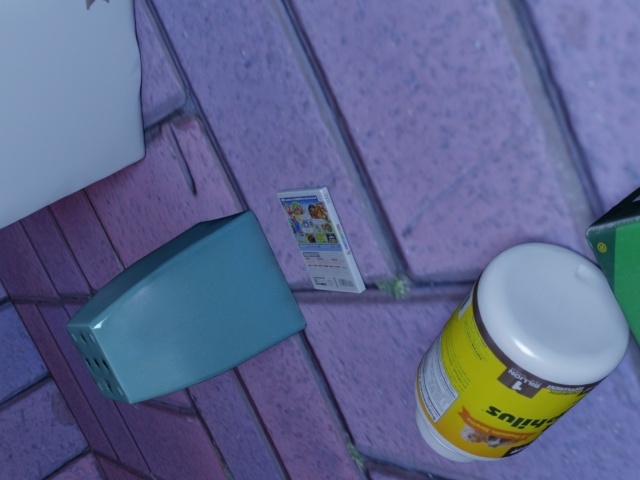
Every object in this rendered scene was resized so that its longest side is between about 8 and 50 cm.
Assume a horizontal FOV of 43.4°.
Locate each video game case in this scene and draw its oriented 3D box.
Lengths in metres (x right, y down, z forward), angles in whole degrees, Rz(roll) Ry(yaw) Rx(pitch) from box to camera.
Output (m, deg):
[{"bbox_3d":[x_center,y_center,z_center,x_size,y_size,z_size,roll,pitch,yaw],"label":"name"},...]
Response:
[{"bbox_3d":[0.000,0.000,0.883,0.087,0.011,0.122,1,117,55],"label":"video game case"}]

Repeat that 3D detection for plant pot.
[{"bbox_3d":[-0.178,0.095,1.000,0.165,0.234,0.166,-9,110,57],"label":"plant pot"}]

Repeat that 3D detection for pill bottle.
[{"bbox_3d":[0.149,0.105,0.658,0.117,0.117,0.215,47,147,19],"label":"pill bottle"}]

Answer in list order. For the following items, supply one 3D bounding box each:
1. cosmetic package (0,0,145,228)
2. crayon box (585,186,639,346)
[{"bbox_3d":[-0.473,-0.264,1.026,0.393,0.327,0.329,39,143,27],"label":"cosmetic package"},{"bbox_3d":[0.314,0.099,0.457,0.202,0.081,0.319,-21,99,58],"label":"crayon box"}]
